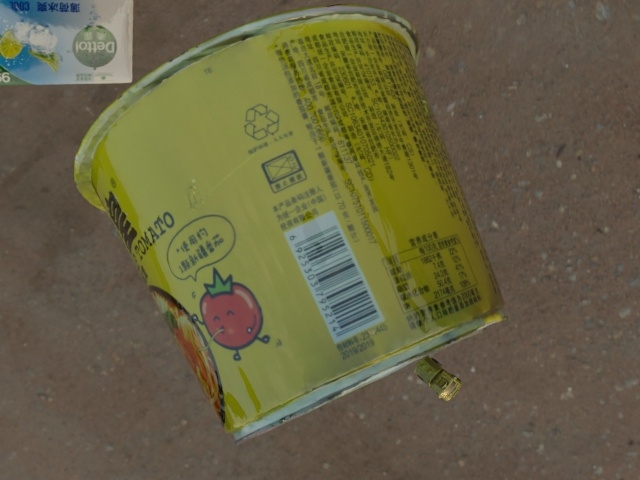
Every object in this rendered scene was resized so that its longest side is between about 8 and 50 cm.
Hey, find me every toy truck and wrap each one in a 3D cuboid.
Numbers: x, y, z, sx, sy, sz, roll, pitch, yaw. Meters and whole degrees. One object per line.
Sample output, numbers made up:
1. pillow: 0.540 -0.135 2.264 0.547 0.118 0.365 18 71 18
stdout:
1. toy truck: 0.215 0.252 1.277 0.049 0.083 0.054 -50 139 0

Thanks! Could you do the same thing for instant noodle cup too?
1. instant noodle cup: -0.008 0.003 0.596 0.326 0.326 0.254 -33 75 30

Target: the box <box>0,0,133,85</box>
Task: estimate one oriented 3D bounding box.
1. box: -0.357 -0.287 0.943 0.194 0.073 0.139 -9 128 -28
